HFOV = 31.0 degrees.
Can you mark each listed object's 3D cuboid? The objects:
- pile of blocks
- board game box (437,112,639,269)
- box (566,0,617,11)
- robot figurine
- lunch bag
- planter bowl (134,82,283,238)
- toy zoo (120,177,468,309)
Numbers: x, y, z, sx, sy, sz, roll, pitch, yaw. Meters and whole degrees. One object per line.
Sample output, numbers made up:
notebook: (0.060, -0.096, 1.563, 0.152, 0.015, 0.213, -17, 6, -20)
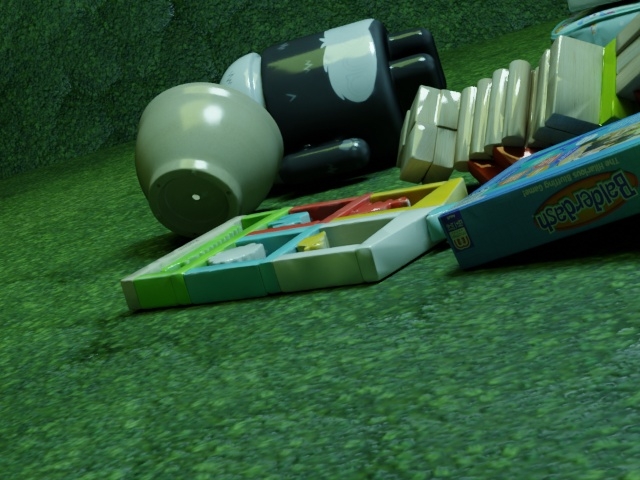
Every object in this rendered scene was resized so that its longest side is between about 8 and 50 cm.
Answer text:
pile of blocks: (0.215, -0.091, 1.004, 0.362, 0.149, 0.112, -18, 51, 42)
board game box: (0.209, -0.052, 0.818, 0.210, 0.047, 0.160, -21, 6, 38)
box: (0.432, -0.359, 1.309, 0.311, 0.121, 0.148, -10, 13, 25)
robot figurine: (0.012, -0.164, 1.393, 0.278, 0.173, 0.209, -14, 1, 12)
lunch bag: (0.428, -0.251, 1.387, 0.279, 0.108, 0.224, -11, 11, 21)
planter bowl: (-0.126, -0.072, 1.230, 0.162, 0.162, 0.109, -12, 38, 18)
toy zoo: (0.000, 0.000, 0.981, 0.293, 0.030, 0.192, -9, 14, 31)
